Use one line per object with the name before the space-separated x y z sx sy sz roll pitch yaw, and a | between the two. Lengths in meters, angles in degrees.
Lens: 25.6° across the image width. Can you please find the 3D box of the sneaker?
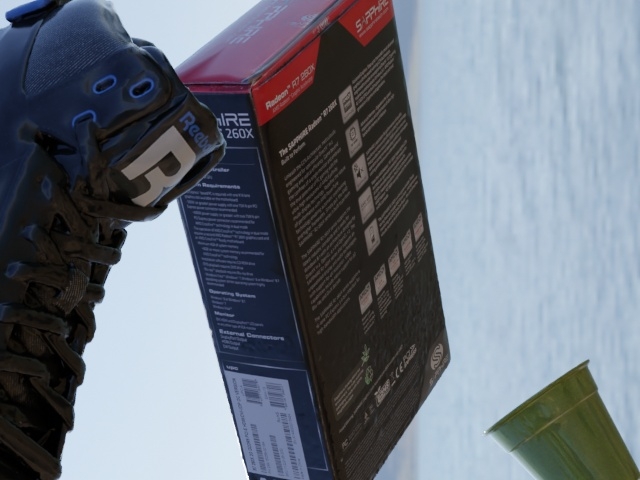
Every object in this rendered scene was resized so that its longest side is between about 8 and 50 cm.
sneaker | -0.082 0.006 0.419 0.079 0.121 0.217 49 -158 -51

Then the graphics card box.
graphics card box | 0.000 0.000 1.094 0.233 0.094 0.371 -50 -45 -49

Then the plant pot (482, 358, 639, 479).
plant pot | 0.158 0.130 0.885 0.079 0.083 0.083 55 176 13
